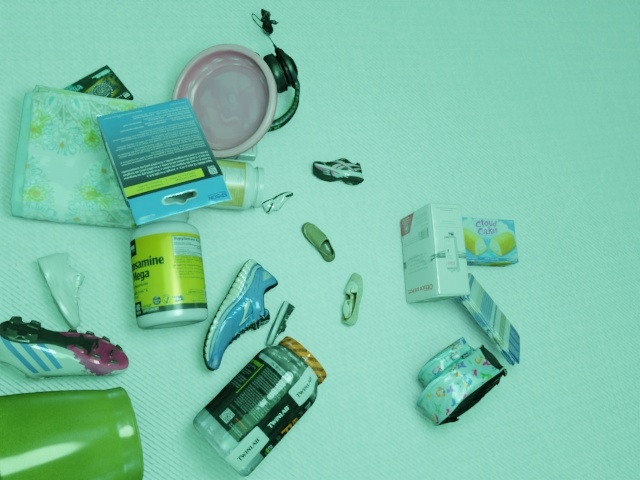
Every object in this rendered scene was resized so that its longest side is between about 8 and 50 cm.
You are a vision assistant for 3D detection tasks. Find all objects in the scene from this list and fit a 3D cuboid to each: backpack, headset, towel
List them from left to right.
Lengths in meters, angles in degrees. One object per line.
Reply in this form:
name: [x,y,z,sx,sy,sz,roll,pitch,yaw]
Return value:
towel: [-0.664,-0.231,1.487,0.320,0.090,0.375,5,82,-15]
headset: [-0.185,-0.539,1.710,0.243,0.185,0.395,2,87,-3]
backpack: [0.397,0.426,1.590,0.253,0.225,0.191,-40,68,-17]
towel: [0.547,0.247,1.721,0.285,0.034,0.209,51,27,-1]

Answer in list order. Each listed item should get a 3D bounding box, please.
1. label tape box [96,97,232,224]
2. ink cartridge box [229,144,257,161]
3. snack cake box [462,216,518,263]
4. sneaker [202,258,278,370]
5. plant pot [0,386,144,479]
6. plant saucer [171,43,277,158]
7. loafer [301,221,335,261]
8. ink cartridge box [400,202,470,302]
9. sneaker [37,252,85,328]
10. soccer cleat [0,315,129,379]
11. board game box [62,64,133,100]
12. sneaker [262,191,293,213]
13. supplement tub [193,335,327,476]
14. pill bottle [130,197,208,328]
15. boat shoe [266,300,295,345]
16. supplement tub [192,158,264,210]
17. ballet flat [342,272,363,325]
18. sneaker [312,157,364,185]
label tape box: [-0.410,-0.193,1.406,0.249,0.115,0.348,-19,69,-21]
ink cartridge box: [-0.260,-0.299,1.660,0.122,0.052,0.089,2,76,-15]
snack cake box: [0.525,0.005,1.801,0.264,0.089,0.152,2,77,-16]
sneaker: [-0.220,0.219,1.503,0.147,0.130,0.330,29,70,-5]
plant pot: [-0.609,0.497,1.223,0.352,0.366,0.367,-9,79,-30]
plant saucer: [-0.276,-0.402,1.569,0.331,0.084,0.333,-1,87,15]
loafer: [0.000,0.000,1.664,0.056,0.050,0.148,-42,91,-21]
ink cartridge box: [0.353,0.046,1.675,0.117,0.207,0.283,1,77,-18]
sneaker: [-0.671,0.127,1.423,0.094,0.080,0.212,-22,82,-32]
soccer cleat: [-0.670,0.301,1.370,0.331,0.116,0.143,23,107,-22]
board game box: [-0.672,-0.426,1.582,0.186,0.026,0.126,-39,89,-21]
sneaker: [-0.130,-0.119,1.667,0.109,0.040,0.044,-29,102,-17]
supplement tub: [-0.153,0.432,1.427,0.207,0.207,0.338,47,70,-1]
pill bottle: [-0.416,0.064,1.451,0.187,0.188,0.334,-5,78,-18]
boat shoe: [-0.117,0.247,1.570,0.040,0.049,0.142,27,68,-9]
supplement tub: [-0.273,-0.164,1.573,0.199,0.144,0.145,4,75,-16]
ballet flat: [0.097,0.177,1.641,0.052,0.057,0.168,23,67,-48]
sneaker: [0.055,-0.235,1.740,0.178,0.072,0.077,12,61,-22]
